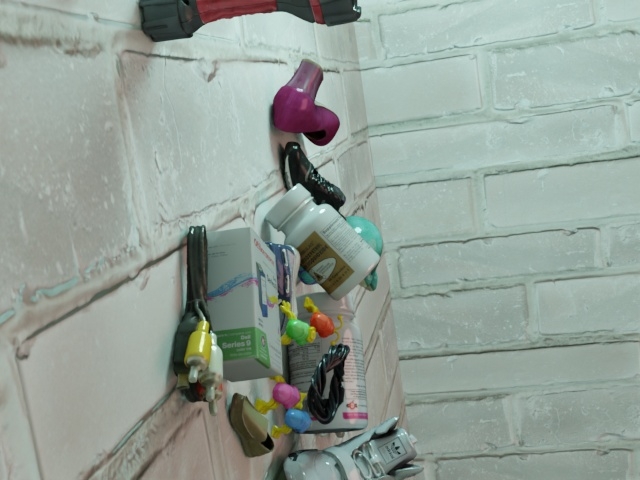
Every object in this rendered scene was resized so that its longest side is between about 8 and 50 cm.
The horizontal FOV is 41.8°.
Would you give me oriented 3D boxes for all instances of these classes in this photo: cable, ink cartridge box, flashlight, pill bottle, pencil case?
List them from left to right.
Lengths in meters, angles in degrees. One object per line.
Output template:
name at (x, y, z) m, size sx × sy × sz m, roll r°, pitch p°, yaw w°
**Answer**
cable at (-0.161, 0.114, 1.202) m, size 0.139 × 0.072 × 0.287 m, roll 79°, pitch 10°, yaw -50°
ink cartridge box at (-0.126, 0.103, 1.327) m, size 0.154 × 0.093 × 0.212 m, roll 59°, pitch 23°, yaw -67°
flashlight at (-0.099, -0.332, 1.169) m, size 0.103 × 0.304 × 0.103 m, roll 27°, pitch 58°, yaw -77°
pencil case at (-0.032, 0.027, 1.927) m, size 0.070 × 0.064 × 0.151 m, roll -48°, pitch 136°, yaw -42°
pill bottle at (0.000, 0.000, 1.711) m, size 0.229 × 0.131 × 0.131 m, roll 46°, pitch 14°, yaw 0°
pill bottle at (0.012, 0.259, 1.771) m, size 0.160 × 0.160 × 0.283 m, roll 51°, pitch 35°, yaw -70°
cable at (0.021, 0.268, 1.580) m, size 0.184 × 0.047 × 0.150 m, roll 27°, pitch 79°, yaw -73°

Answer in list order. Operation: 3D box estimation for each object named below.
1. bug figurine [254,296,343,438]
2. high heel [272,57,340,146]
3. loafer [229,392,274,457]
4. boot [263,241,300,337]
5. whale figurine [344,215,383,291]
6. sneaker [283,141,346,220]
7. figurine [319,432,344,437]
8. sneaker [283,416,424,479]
bug figurine at (-0.037, 0.240, 1.580) m, size 0.216 × 0.072 × 0.279 m, roll 41°, pitch 61°, yaw -65°
high heel at (-0.050, -0.274, 2.022) m, size 0.181 × 0.127 × 0.377 m, roll -63°, pitch 163°, yaw -15°
loafer at (-0.112, 0.305, 1.394) m, size 0.056 × 0.050 × 0.148 m, roll -85°, pitch 164°, yaw -46°
boot at (-0.093, 0.098, 1.624) m, size 0.086 × 0.069 × 0.190 m, roll 14°, pitch 75°, yaw -50°
whale figurine at (0.126, 0.038, 2.427) m, size 0.272 × 0.141 × 0.216 m, roll 56°, pitch 12°, yaw -50°
sneaker at (-0.006, -0.124, 1.993) m, size 0.107 × 0.124 × 0.283 m, roll -85°, pitch 164°, yaw -46°
figurine at (0.032, 0.373, 2.040) m, size 0.209 × 0.092 × 0.214 m, roll 27°, pitch 58°, yaw -68°
sneaker at (0.072, 0.435, 1.640) m, size 0.137 × 0.210 × 0.366 m, roll 64°, pitch 11°, yaw 17°
